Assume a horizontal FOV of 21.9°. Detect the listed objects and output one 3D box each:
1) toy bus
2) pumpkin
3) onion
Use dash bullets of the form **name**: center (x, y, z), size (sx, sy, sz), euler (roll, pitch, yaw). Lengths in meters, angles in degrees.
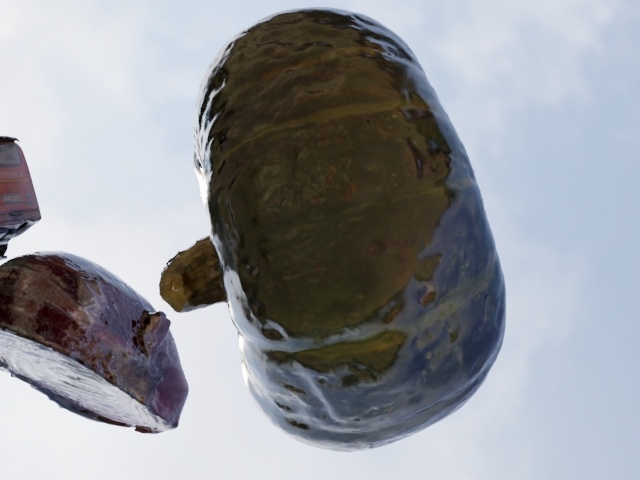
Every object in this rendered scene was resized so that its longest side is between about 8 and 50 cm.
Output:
- **toy bus**: center (-0.323, -0.013, 1.341), size (0.235, 0.073, 0.096), euler (-16, -97, 39)
- **pumpkin**: center (-0.003, 0.002, 0.963), size (0.189, 0.260, 0.260), euler (-20, -131, -3)
- **onion**: center (-0.189, 0.070, 1.293), size (0.151, 0.206, 0.098), euler (6, -115, 34)
